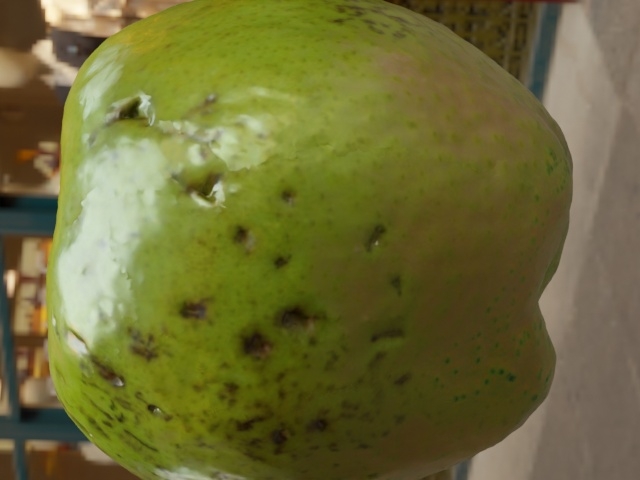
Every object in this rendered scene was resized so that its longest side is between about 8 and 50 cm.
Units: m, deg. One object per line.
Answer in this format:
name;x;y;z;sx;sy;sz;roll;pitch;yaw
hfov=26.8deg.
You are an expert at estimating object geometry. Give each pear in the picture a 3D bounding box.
pear;0.000;0.000;0.932;0.391;0.390;0.391;-178;90;-86
